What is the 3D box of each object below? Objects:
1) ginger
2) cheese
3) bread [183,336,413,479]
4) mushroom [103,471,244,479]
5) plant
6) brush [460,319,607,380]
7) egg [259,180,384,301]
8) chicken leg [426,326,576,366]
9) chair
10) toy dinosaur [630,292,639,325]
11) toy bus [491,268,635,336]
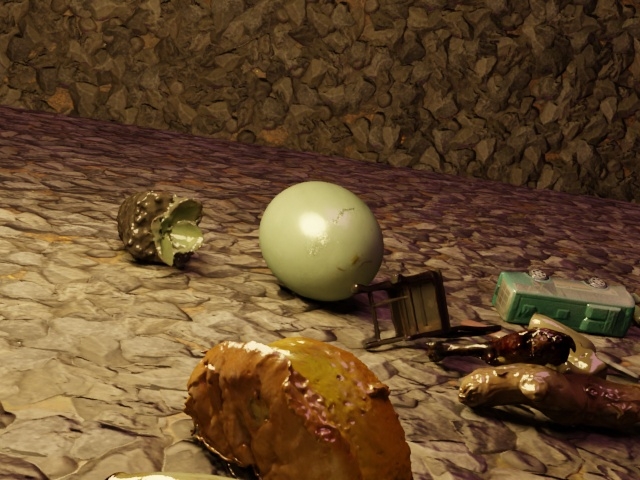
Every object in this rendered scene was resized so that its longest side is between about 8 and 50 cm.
[{"bbox_3d":[0.330,0.206,1.202,0.290,0.084,0.122,7,16,-11],"label":"ginger"},{"bbox_3d":[0.429,0.180,1.439,0.192,0.037,0.097,26,-12,22],"label":"cheese"},{"bbox_3d":[-0.024,0.177,0.946,0.160,0.147,0.261,-7,21,-43],"label":"bread"},{"bbox_3d":[-0.046,0.253,0.761,0.312,0.081,0.100,11,20,-5],"label":"mushroom"},{"bbox_3d":[-0.282,-0.025,1.584,0.131,0.142,0.203,21,3,-28],"label":"plant"},{"bbox_3d":[0.325,0.167,1.412,0.084,0.071,0.301,-1,12,-28],"label":"brush"},{"bbox_3d":[0.000,0.000,1.547,0.203,0.202,0.283,4,12,-24],"label":"egg"},{"bbox_3d":[0.261,0.156,1.262,0.106,0.051,0.253,14,-18,-35],"label":"chicken leg"},{"bbox_3d":[0.173,0.107,1.385,0.229,0.113,0.106,-4,-8,-41],"label":"chair"},{"bbox_3d":[0.638,0.149,1.757,0.212,0.057,0.142,25,-2,13],"label":"toy dinosaur"},{"bbox_3d":[0.458,0.119,1.653,0.262,0.091,0.109,7,25,-8],"label":"toy bus"}]
